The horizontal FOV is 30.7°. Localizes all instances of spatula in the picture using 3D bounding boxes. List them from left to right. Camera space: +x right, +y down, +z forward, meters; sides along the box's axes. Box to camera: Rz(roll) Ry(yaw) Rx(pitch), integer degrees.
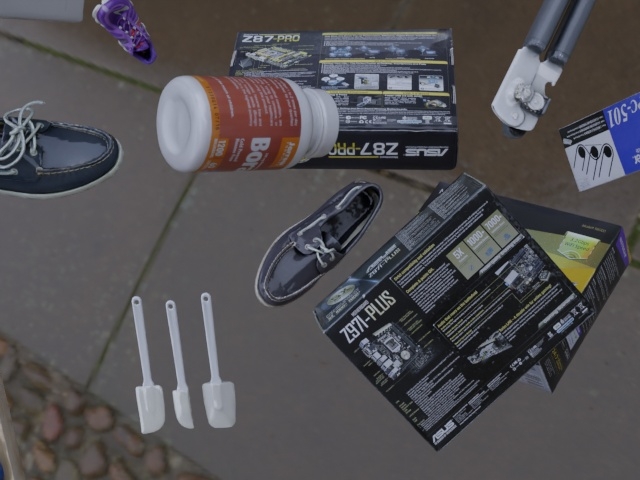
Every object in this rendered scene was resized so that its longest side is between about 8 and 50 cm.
[{"bbox_3d":[-0.235,0.207,1.977,0.168,0.019,0.242,-4,99,8],"label":"spatula"}]

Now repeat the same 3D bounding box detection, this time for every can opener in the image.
[{"bbox_3d":[0.327,-0.286,1.713,0.280,0.074,0.093,-63,13,-5],"label":"can opener"}]

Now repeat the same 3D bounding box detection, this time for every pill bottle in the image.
[{"bbox_3d":[-0.089,-0.149,1.488,0.121,0.216,0.121,9,101,54],"label":"pill bottle"}]

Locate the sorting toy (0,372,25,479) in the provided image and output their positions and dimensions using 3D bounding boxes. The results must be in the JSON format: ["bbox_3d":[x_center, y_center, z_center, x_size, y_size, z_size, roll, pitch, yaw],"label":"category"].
[{"bbox_3d":[-0.652,0.337,2.040,0.255,0.089,0.257,-1,105,36],"label":"sorting toy"}]

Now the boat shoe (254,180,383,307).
[{"bbox_3d":[0.000,0.000,1.428,0.206,0.075,0.065,-44,5,-17],"label":"boat shoe"}]

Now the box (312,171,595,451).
[{"bbox_3d":[0.110,0.059,0.982,0.180,0.147,0.077,-43,13,3],"label":"box"}]

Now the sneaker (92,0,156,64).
[{"bbox_3d":[-0.320,-0.356,1.970,0.068,0.170,0.071,-41,61,2],"label":"sneaker"}]

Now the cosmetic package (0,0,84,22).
[{"bbox_3d":[-0.455,-0.374,1.309,0.162,0.453,0.230,15,105,24],"label":"cosmetic package"}]

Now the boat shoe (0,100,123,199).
[{"bbox_3d":[-0.358,-0.107,1.343,0.255,0.079,0.095,3,57,6],"label":"boat shoe"}]

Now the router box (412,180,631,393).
[{"bbox_3d":[0.243,0.056,1.649,0.309,0.081,0.243,17,60,37],"label":"router box"}]

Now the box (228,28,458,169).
[{"bbox_3d":[0.035,-0.249,2.011,0.395,0.097,0.318,0,42,3],"label":"box"}]

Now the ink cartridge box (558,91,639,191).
[{"bbox_3d":[0.411,-0.137,1.594,0.207,0.046,0.097,-26,82,67],"label":"ink cartridge box"}]
